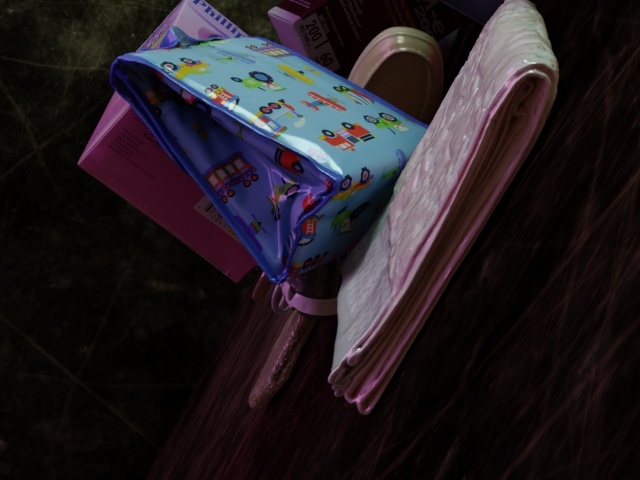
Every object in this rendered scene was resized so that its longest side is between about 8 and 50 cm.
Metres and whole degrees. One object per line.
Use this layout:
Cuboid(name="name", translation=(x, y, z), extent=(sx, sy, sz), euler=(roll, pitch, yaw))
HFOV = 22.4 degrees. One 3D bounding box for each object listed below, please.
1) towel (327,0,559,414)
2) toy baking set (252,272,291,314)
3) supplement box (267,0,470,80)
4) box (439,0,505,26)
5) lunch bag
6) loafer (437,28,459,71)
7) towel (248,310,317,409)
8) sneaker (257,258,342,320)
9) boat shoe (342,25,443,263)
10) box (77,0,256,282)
Cuboid(name="towel", translation=(0.101, -0.047, 1.366), extent=(0.317, 0.053, 0.332), euler=(-60, 6, 17))
Cuboid(name="toy baking set", translation=(0.003, -0.006, 2.004), extent=(0.256, 0.030, 0.196), euler=(-25, -43, -62))
Cuboid(name="supplement box", translation=(0.070, -0.276, 1.939), extent=(0.239, 0.130, 0.073), euler=(-35, 32, -15))
Cuboid(name="box", translation=(0.133, -0.431, 1.769), extent=(0.294, 0.296, 0.183), euler=(-61, 4, 11))
Cuboid(name="lunch bag", translation=(-0.054, -0.120, 1.595), extent=(0.221, 0.293, 0.138), euler=(-21, -32, -54))
Cuboid(name="loafer", translation=(0.102, -0.188, 2.037), extent=(0.302, 0.109, 0.095), euler=(-58, -19, -45))
Cuboid(name="towel", translation=(-0.040, 0.135, 1.989), extent=(0.148, 0.027, 0.110), euler=(-63, 5, -27))
Cuboid(name="sneaker", translation=(-0.036, -0.008, 1.830), extent=(0.234, 0.078, 0.106), euler=(45, 133, 50))
Cuboid(name="boat shoe", translation=(0.061, -0.098, 1.809), extent=(0.098, 0.109, 0.302), euler=(-84, 14, -52))
Cuboid(name="box", translation=(-0.114, -0.115, 1.736), extent=(0.117, 0.213, 0.243), euler=(-43, 18, 31))
